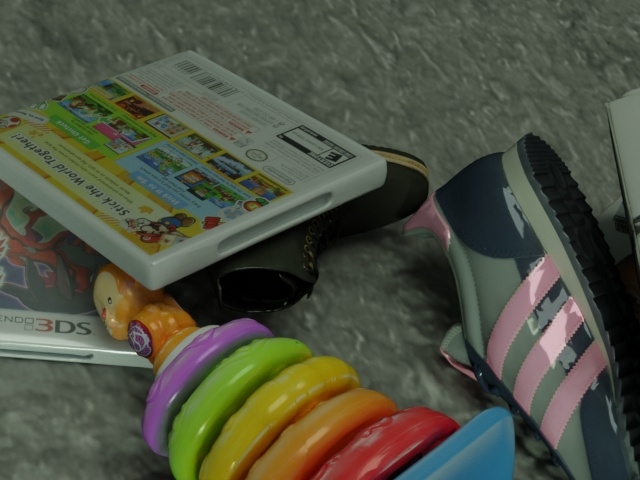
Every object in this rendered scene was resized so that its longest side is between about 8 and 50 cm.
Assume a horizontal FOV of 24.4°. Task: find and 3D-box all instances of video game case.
[{"bbox_3d":[-0.202,-0.004,1.050,0.183,0.023,0.201,6,50,-13],"label":"video game case"},{"bbox_3d":[-0.104,-0.059,1.045,0.206,0.026,0.227,-25,42,-35],"label":"video game case"}]

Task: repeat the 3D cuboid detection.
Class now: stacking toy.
[{"bbox_3d":[-0.044,0.109,0.924,0.302,0.175,0.165,40,50,24],"label":"stacking toy"}]

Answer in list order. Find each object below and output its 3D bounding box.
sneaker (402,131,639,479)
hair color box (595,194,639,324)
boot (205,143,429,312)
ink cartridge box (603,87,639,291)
[{"bbox_3d":[0.161,0.092,1.049,0.112,0.131,0.319,11,57,-58],"label":"sneaker"},{"bbox_3d":[0.249,0.017,1.155,0.093,0.053,0.167,40,53,15],"label":"hair color box"},{"bbox_3d":[0.000,0.000,1.051,0.197,0.077,0.137,-10,34,-14],"label":"boot"},{"bbox_3d":[0.326,0.031,0.982,0.223,0.129,0.307,-10,48,10],"label":"ink cartridge box"}]
